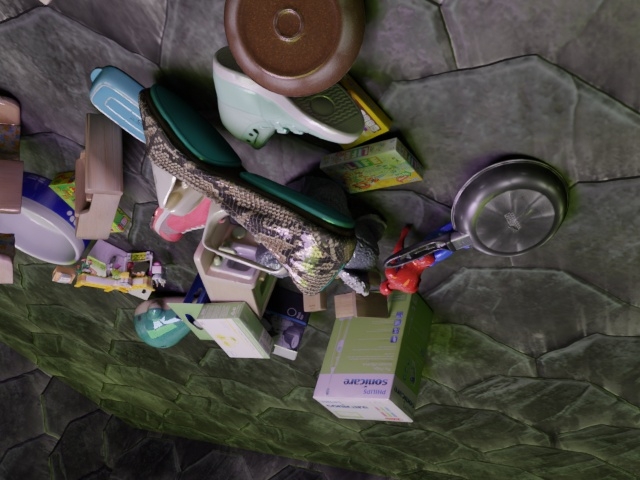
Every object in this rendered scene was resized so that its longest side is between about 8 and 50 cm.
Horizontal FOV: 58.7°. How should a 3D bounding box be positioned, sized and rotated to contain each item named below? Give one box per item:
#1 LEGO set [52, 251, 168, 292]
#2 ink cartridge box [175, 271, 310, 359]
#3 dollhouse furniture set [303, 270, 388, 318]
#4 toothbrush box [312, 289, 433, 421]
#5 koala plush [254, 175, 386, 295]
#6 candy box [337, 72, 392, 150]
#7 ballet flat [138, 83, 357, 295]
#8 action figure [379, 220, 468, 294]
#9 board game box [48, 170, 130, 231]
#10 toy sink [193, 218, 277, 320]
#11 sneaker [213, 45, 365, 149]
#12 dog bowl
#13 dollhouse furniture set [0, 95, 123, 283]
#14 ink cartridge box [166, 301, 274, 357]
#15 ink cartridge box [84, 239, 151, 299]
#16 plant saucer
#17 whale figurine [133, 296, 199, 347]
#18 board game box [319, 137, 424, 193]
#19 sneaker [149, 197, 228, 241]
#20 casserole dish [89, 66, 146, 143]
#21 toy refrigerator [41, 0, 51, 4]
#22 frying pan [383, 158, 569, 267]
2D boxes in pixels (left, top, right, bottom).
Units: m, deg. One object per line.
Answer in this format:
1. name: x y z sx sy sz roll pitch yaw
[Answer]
1. LEGO set: -0.551 0.072 1.519 0.286 0.107 0.132 3 162 -8
2. ink cartridge box: -0.195 0.180 1.491 0.332 0.165 0.065 18 146 1
3. dollhouse furniture set: 0.056 0.115 1.316 0.151 0.144 0.123 -15 163 39
4. toothbrush box: 0.129 0.265 1.340 0.206 0.283 0.122 -11 136 36
5. koala plush: 0.028 -0.001 1.088 0.221 0.196 0.203 32 149 -26
6. candy box: 0.013 -0.234 0.920 0.206 0.027 0.105 40 145 -28
7. ballet flat: -0.163 -0.074 0.951 0.482 0.164 0.182 37 106 18
8. action figure: 0.215 0.003 1.114 0.091 0.139 0.280 35 121 -18
9. board game box: -0.567 -0.092 1.405 0.092 0.043 0.181 -3 141 29
10. toy sink: -0.182 0.059 1.325 0.131 0.153 0.234 11 144 12
11. sneaker: -0.052 -0.194 0.903 0.255 0.094 0.151 29 148 11
12. dog bowl: -0.731 -0.053 1.490 0.264 0.104 0.265 14 146 10
13. dollhouse furniture set: -0.612 -0.125 1.120 0.394 0.362 0.256 3 156 -27
14. ink cartridge box: -0.250 0.218 1.385 0.235 0.056 0.171 -5 136 25
15. ink cartridge box: -0.568 0.087 1.638 0.198 0.067 0.115 30 146 -12
16. plant saucer: -0.040 -0.293 0.767 0.198 0.036 0.199 4 113 9
17. whale figurine: -0.432 0.243 1.709 0.271 0.141 0.216 -13 158 23
18. board game box: 0.091 -0.129 1.008 0.154 0.026 0.103 -8 152 36
19. sneaker: -0.267 -0.062 1.205 0.136 0.116 0.314 37 145 -2
20. casserole dish: -0.359 -0.248 1.084 0.188 0.037 0.114 37 143 -26
21. toy refrigerator: -0.326 -0.438 0.738 0.094 0.102 0.269 40 142 -27
22. frying pan: 0.260 -0.036 0.970 0.325 0.053 0.197 -8 126 7
